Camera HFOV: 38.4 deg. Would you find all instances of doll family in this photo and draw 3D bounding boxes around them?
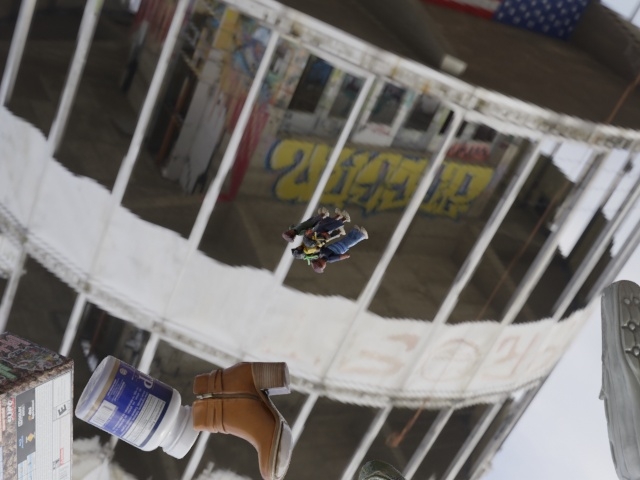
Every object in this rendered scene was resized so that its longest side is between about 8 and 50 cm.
[{"bbox_3d":[0.000,0.000,1.627,0.111,0.076,0.193,-32,-167,-20],"label":"doll family"}]

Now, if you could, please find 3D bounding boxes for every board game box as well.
[{"bbox_3d":[-0.493,0.292,1.260,0.141,0.232,0.291,16,-158,28],"label":"board game box"}]

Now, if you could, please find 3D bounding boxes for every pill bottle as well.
[{"bbox_3d":[-0.293,0.278,1.505,0.186,0.112,0.112,31,-154,-15],"label":"pill bottle"}]

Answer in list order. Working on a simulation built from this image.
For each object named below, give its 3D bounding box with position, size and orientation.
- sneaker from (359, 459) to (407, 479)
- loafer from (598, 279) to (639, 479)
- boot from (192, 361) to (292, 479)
[{"bbox_3d":[0.089,0.347,1.277,0.086,0.064,0.192,54,178,-26],"label":"sneaker"},{"bbox_3d":[0.473,0.222,1.420,0.112,0.111,0.319,4,-106,-29],"label":"loafer"},{"bbox_3d":[-0.123,0.280,1.395,0.152,0.073,0.197,-9,-126,12],"label":"boot"}]
